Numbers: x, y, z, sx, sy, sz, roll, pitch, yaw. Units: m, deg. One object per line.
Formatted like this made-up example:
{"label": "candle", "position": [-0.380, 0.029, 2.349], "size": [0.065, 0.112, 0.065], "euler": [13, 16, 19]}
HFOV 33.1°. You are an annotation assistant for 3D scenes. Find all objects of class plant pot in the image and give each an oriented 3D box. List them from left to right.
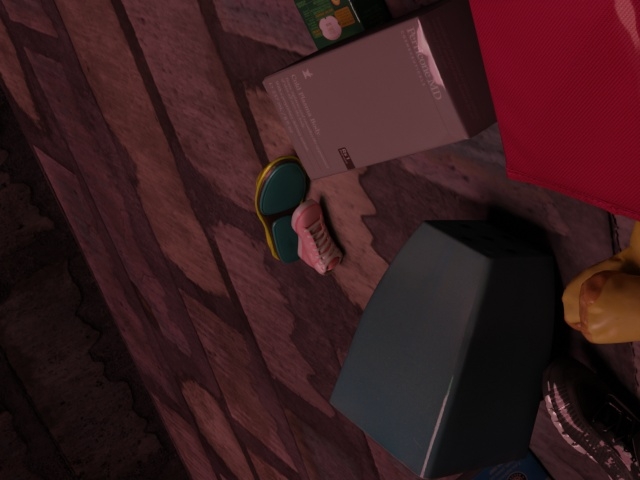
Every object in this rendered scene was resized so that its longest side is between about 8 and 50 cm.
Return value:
{"label": "plant pot", "position": [0.147, 0.104, 1.157], "size": [0.166, 0.166, 0.234], "euler": [34, 116, 44]}

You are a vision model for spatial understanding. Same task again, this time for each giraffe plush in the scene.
{"label": "giraffe plush", "position": [0.277, -0.018, 0.831], "size": [0.210, 0.182, 0.170], "euler": [178, 83, -76]}

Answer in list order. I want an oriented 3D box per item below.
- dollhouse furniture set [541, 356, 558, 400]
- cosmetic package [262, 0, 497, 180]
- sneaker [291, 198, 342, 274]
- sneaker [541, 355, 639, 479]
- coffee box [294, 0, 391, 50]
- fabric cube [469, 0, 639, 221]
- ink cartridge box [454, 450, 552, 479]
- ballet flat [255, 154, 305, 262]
{"label": "dollhouse furniture set", "position": [0.229, 0.126, 1.267], "size": [0.076, 0.059, 0.151], "euler": [63, 177, -33]}
{"label": "cosmetic package", "position": [0.068, -0.149, 1.061], "size": [0.238, 0.107, 0.127], "euler": [-12, 107, 54]}
{"label": "sneaker", "position": [0.000, 0.000, 1.532], "size": [0.070, 0.051, 0.134], "euler": [42, 157, 28]}
{"label": "sneaker", "position": [0.326, 0.215, 1.127], "size": [0.234, 0.078, 0.106], "euler": [56, 155, -6]}
{"label": "coffee box", "position": [0.044, -0.209, 1.176], "size": [0.113, 0.040, 0.184], "euler": [-4, 117, 63]}
{"label": "fabric cube", "position": [0.243, -0.167, 0.555], "size": [0.259, 0.254, 0.258], "euler": [27, 145, 49]}
{"label": "ink cartridge box", "position": [0.248, 0.446, 1.424], "size": [0.270, 0.198, 0.197], "euler": [51, 156, 11]}
{"label": "ballet flat", "position": [-0.063, -0.058, 1.559], "size": [0.231, 0.077, 0.077], "euler": [85, 161, -52]}
